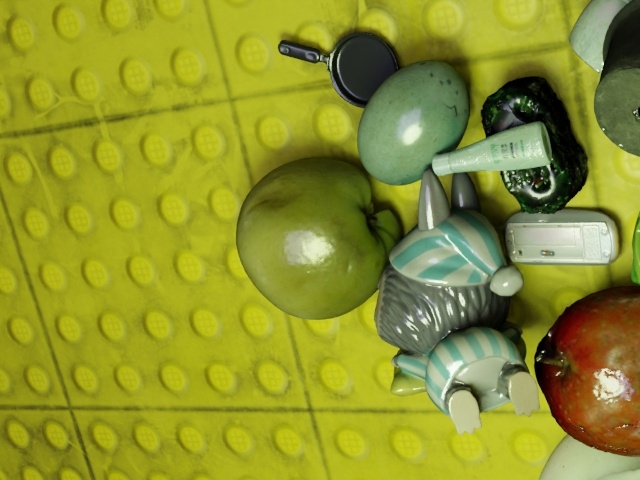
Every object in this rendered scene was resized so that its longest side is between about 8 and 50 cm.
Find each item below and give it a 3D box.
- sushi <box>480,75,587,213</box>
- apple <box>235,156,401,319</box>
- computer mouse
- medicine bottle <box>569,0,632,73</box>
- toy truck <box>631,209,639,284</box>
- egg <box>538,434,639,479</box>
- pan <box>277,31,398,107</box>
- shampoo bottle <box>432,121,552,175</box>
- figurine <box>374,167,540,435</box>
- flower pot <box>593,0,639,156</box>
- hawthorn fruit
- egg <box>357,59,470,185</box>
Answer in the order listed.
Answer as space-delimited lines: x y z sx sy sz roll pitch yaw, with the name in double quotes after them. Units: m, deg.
0.345 -0.154 1.767 0.124 0.127 0.225 -17 104 33 "sushi"
-0.012 0.002 1.958 0.257 0.233 0.295 -21 100 36 "apple"
0.411 -0.003 1.842 0.199 0.045 0.102 -1 111 28 "computer mouse"
0.468 -0.322 1.617 0.147 0.147 0.143 39 121 9 "medicine bottle"
0.552 -0.008 1.655 0.148 0.210 0.187 10 84 22 "toy truck"
0.506 0.404 1.898 0.206 0.162 0.271 -38 132 18 "egg"
0.034 -0.318 1.922 0.235 0.028 0.136 20 118 16 "pan"
0.269 -0.138 1.715 0.190 0.041 0.069 -10 102 32 "shampoo bottle"
0.200 0.074 1.795 0.266 0.361 0.378 -20 107 -5 "figurine"
0.465 -0.206 1.465 0.235 0.148 0.235 27 139 26 "flower pot"
0.499 0.211 1.752 0.316 0.316 0.316 11 115 24 "hawthorn fruit"
0.157 -0.197 1.822 0.169 0.169 0.236 41 126 7 "egg"
